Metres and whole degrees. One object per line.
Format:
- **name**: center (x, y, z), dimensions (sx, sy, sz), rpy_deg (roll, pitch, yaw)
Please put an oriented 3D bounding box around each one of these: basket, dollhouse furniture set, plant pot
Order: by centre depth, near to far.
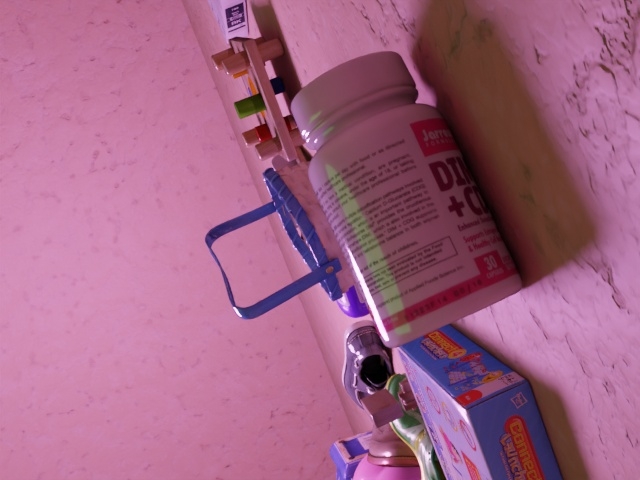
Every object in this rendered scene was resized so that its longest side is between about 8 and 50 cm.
- **basket**: center (-0.038, -0.003, 1.361), dimensions (0.255, 0.288, 0.201), rpy_deg (-121, 10, -52)
- **dollhouse furniture set**: center (0.169, 0.305, 1.374), dimensions (0.144, 0.151, 0.123), rpy_deg (-168, 55, -84)
- **plant pot**: center (0.155, 0.634, 2.203), dimensions (0.236, 0.235, 0.212), rpy_deg (-151, 46, -78)

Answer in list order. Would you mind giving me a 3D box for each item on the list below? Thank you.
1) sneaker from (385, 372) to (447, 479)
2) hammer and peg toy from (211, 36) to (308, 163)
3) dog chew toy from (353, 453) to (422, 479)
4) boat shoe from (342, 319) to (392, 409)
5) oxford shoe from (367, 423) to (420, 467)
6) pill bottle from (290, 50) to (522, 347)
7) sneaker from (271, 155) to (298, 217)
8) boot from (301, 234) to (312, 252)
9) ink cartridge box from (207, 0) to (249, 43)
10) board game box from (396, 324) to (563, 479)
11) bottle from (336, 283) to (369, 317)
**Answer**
- **sneaker**: center (0.217, 0.373, 1.521), dimensions (0.296, 0.109, 0.123), rpy_deg (66, 150, 23)
- **hammer and peg toy**: center (-0.110, -0.254, 1.747), dimensions (0.266, 0.127, 0.362), rpy_deg (-133, 21, -69)
- **dog chew toy**: center (0.200, 0.588, 1.886), dimensions (0.207, 0.206, 0.332), rpy_deg (67, 164, -4)
- **boat shoe**: center (0.117, 0.326, 1.957), dimensions (0.099, 0.116, 0.320), rpy_deg (-115, 12, -45)
- **oxford shoe**: center (0.162, 0.417, 1.807), dimensions (0.348, 0.122, 0.130), rpy_deg (132, 140, -86)
- **pill bottle**: center (0.084, -0.044, 0.875), dimensions (0.160, 0.160, 0.283), rpy_deg (108, 138, -79)
- **sneaker**: center (-0.034, -0.080, 1.877), dimensions (0.296, 0.104, 0.147), rpy_deg (-113, 3, -54)
- **boot**: center (0.000, 0.000, 2.013), dimensions (0.137, 0.076, 0.198), rpy_deg (68, -173, -47)
- **ink cartridge box**: center (-0.221, -0.581, 1.808), dimensions (0.333, 0.065, 0.166), rpy_deg (100, 147, -79)
- **board game box**: center (0.232, 0.295, 1.143), dimensions (0.302, 0.086, 0.308), rpy_deg (-143, 30, -75)
- **bottle**: center (0.041, 0.010, 1.615), dimensions (0.118, 0.092, 0.283), rpy_deg (-133, 21, -67)
